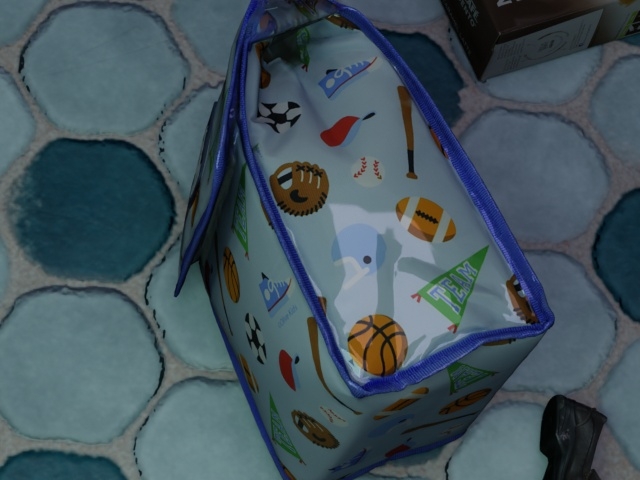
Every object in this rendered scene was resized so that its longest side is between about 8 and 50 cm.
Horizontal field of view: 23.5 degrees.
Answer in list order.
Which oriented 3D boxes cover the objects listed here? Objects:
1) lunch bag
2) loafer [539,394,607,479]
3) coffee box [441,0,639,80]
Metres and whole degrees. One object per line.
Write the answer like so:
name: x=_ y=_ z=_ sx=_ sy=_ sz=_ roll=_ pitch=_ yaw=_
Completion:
lunch bag: x=0.000 y=0.000 z=1.412 sx=0.239 sy=0.328 sz=0.385 roll=-18 pitch=71 yaw=-19
loafer: x=0.246 y=0.233 z=1.488 sx=0.061 sy=0.062 sz=0.170 roll=13 pitch=67 yaw=-8
coffee box: x=0.266 y=-0.287 z=1.696 sx=0.247 sy=0.098 sz=0.141 roll=-19 pitch=70 yaw=-15
